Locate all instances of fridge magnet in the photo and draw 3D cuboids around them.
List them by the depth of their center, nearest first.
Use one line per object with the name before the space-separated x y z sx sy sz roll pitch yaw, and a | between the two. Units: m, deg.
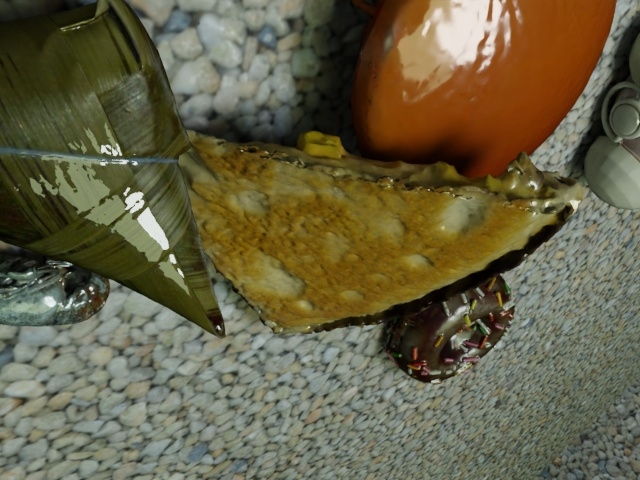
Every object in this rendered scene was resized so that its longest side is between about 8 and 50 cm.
fridge magnet | 0.185 -0.205 0.716 0.364 0.155 0.363 -22 138 -22

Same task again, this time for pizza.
pizza | 0.026 0.014 0.757 0.435 0.080 0.392 11 145 -1

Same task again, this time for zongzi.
zongzi | -0.228 -0.015 0.499 0.286 0.138 0.300 -21 101 -20

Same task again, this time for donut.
donut | 0.242 0.156 1.148 0.270 0.103 0.269 -23 140 -21

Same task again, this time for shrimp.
shrimp | -0.322 0.045 0.616 0.233 0.079 0.090 4 162 -35

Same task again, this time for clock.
clock | 0.615 -0.219 1.038 0.326 0.184 0.342 -14 129 -22
